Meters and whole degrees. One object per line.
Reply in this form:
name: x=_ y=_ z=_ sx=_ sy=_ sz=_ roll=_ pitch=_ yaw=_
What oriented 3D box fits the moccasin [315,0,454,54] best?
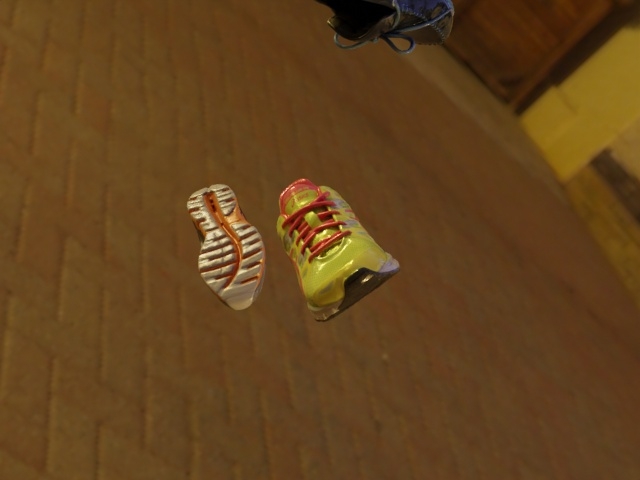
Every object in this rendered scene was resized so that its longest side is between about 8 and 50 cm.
moccasin: x=0.044 y=-0.304 z=1.704 sx=0.342 sy=0.137 sz=0.117 roll=20 pitch=73 yaw=-45

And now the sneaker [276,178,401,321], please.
sneaker: x=0.000 y=0.000 z=1.113 sx=0.094 sy=0.081 sz=0.208 roll=57 pitch=-3 yaw=-16

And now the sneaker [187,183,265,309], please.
sneaker: x=-0.110 y=0.018 z=1.672 sx=0.215 sy=0.084 sz=0.083 roll=-108 pitch=-177 yaw=-50
